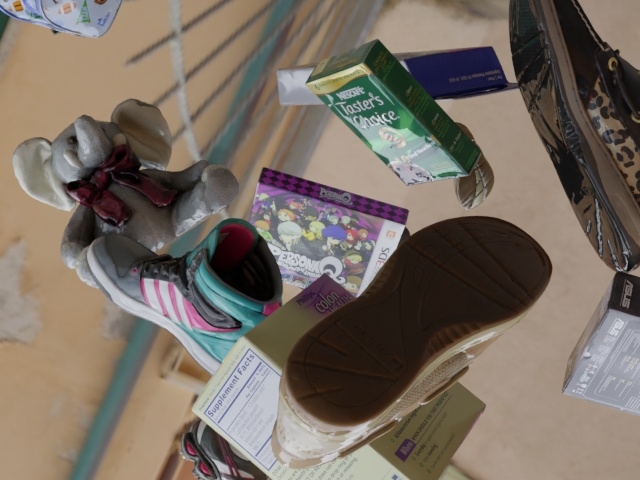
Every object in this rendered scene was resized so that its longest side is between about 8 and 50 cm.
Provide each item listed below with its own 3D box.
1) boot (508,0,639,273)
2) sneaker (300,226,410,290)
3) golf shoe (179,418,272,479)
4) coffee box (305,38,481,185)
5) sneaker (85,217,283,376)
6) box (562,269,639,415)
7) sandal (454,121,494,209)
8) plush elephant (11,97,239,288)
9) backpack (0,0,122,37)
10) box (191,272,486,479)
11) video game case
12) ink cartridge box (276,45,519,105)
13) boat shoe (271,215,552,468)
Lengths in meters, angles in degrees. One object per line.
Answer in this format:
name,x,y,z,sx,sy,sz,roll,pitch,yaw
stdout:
boot,0.404,-0.178,1.249,0.138,0.284,0.377,103,148,-77
sneaker,0.068,0.045,1.971,0.286,0.109,0.130,-22,-136,-32
golf shoe,-0.123,0.415,1.829,0.273,0.120,0.105,52,-163,-12
coffee box,0.080,-0.137,1.175,0.184,0.040,0.113,44,153,-25
sneaker,-0.160,0.035,1.318,0.295,0.178,0.124,34,-149,16
box,0.404,0.137,1.250,0.183,0.056,0.231,15,149,8
sandal,0.236,-0.129,1.741,0.180,0.072,0.049,60,179,-37
plush elephant,-0.318,-0.092,1.619,0.255,0.272,0.330,57,164,-5
backpack,-0.446,-0.465,1.737,0.263,0.276,0.213,5,-157,-49
box,0.026,0.180,1.140,0.243,0.117,0.213,40,-152,8
video game case,0.000,0.000,1.641,0.232,0.210,0.042,17,-133,-1
ink cartridge box,0.115,-0.233,1.506,0.176,0.069,0.371,-15,-164,-37
boat shoe,0.081,0.084,0.957,0.341,0.110,0.121,-29,-116,-37
